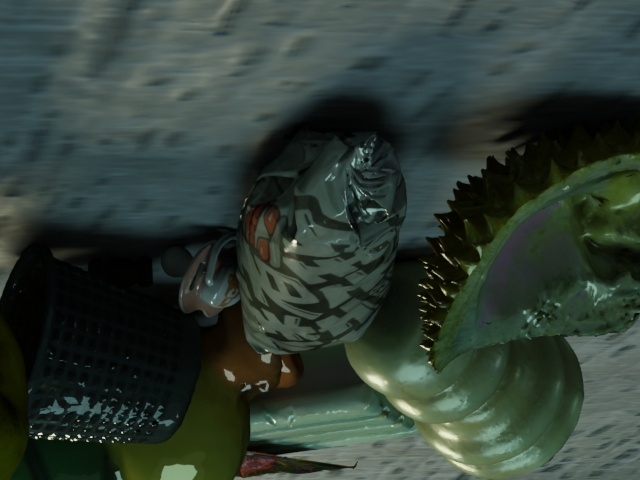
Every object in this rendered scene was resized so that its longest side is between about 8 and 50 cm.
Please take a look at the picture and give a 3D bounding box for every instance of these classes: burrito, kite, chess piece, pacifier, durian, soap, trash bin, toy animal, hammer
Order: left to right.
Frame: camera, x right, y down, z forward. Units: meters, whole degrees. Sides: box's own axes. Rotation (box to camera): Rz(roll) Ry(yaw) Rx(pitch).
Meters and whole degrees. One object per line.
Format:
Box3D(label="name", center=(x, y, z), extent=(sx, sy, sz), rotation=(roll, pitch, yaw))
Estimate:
Box3D(label="trash bin", center=(-0.196, 0.108, 1.600), extent=(0.161, 0.175, 0.175), rotation=(16, 155, -22))
Box3D(label="hammer", center=(-0.196, 0.066, 1.779), extent=(0.058, 0.029, 0.292), rotation=(-1, 164, -7))
Box3D(label="toy animal", center=(-0.176, 0.180, 1.794), extent=(0.338, 0.191, 0.216), rotation=(-22, 171, 9))
Box3D(label="pacifier", center=(-0.106, 0.024, 1.623), extent=(0.078, 0.081, 0.099), rotation=(23, -178, 26))
Box3D(label="kite", center=(-0.109, 0.247, 2.022), extent=(0.321, 0.016, 0.234), rotation=(-4, 162, -8))
Box3D(label="soap", center=(-0.074, 0.169, 1.990), extent=(0.347, 0.115, 0.208), rotation=(-11, 162, 18))
Box3D(label="burrito", center=(0.000, 0.000, 1.489), extent=(0.139, 0.101, 0.445), rotation=(-13, 163, -7))
Box3D(label="chess piece", center=(0.129, 0.119, 1.832), extent=(0.182, 0.182, 0.330), rotation=(-13, 156, 23))
Box3D(label="durian", center=(0.212, -0.006, 1.430), extent=(0.306, 0.166, 0.172), rotation=(-7, 168, -30))

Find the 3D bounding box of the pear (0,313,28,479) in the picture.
Box3D(label="pear", center=(-0.411, 0.117, 1.454), extent=(0.375, 0.287, 0.287), rotation=(-5, 164, 20))
